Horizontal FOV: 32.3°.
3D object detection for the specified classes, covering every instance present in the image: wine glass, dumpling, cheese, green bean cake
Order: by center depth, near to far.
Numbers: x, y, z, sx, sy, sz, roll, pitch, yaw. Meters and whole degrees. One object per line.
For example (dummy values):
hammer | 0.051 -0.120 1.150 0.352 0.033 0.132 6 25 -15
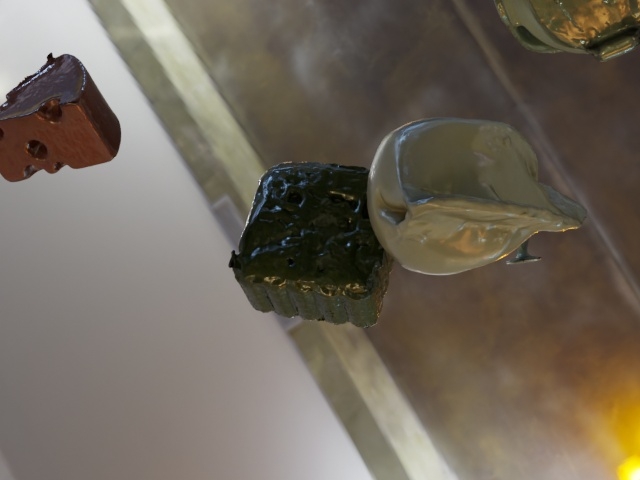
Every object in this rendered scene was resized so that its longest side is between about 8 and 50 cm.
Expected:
dumpling | 0.221 -0.061 1.594 0.316 0.233 0.395 12 -169 -7
cheese | -0.388 -0.180 1.666 0.203 0.177 0.128 -45 -52 -26
green bean cake | 0.000 0.000 1.831 0.156 0.247 0.250 72 -151 -61
wine glass | 0.355 -0.037 1.985 0.073 0.073 0.155 -3 -97 -59

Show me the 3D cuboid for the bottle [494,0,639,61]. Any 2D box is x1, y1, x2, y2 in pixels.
bottle | 0.281 -0.313 1.164 0.229 0.229 0.351 43 -152 -23
